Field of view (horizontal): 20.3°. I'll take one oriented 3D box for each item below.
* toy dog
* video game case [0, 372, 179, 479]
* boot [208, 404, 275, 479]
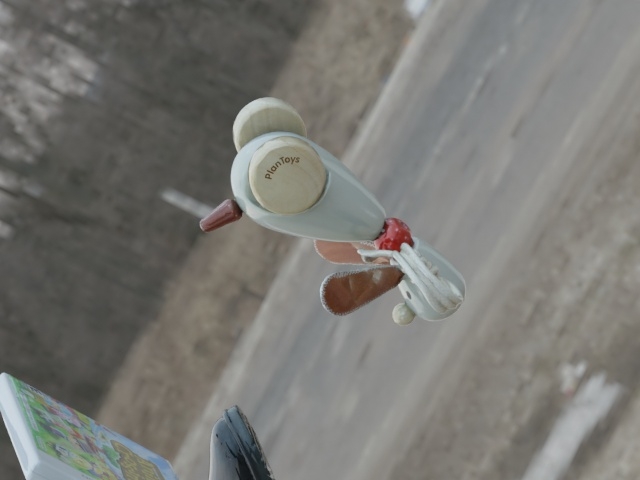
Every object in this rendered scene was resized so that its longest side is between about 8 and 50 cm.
[{"bbox_3d":[0.000,0.000,1.996,0.161,0.334,0.220,-44,0,11],"label":"toy dog"},{"bbox_3d":[-0.193,0.204,1.595,0.023,0.193,0.212,-56,24,4],"label":"video game case"},{"bbox_3d":[-0.135,0.313,1.908,0.207,0.246,0.094,-21,31,-5],"label":"boot"}]
